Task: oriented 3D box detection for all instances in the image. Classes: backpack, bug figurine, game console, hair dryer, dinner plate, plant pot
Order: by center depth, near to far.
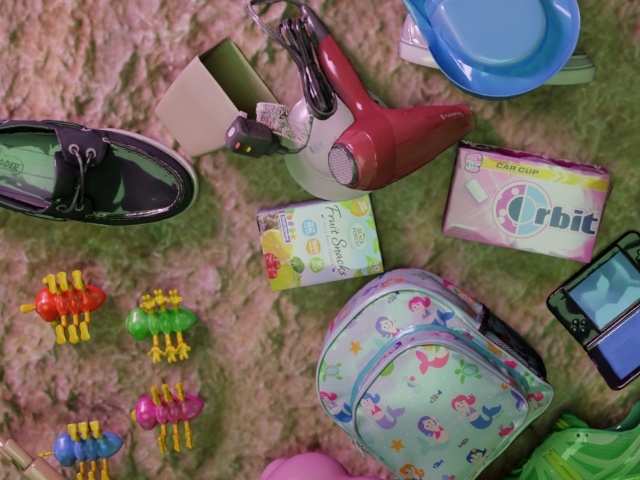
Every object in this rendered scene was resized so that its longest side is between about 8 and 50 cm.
[{"bbox_3d":[0.045,-0.164,1.443,0.294,0.080,0.223,18,66,-17],"label":"hair dryer"},{"bbox_3d":[-0.128,-0.159,1.485,0.096,0.109,0.109,-33,99,25],"label":"plant pot"},{"bbox_3d":[0.121,0.167,1.503,0.253,0.191,0.225,42,105,-1],"label":"backpack"},{"bbox_3d":[0.361,0.082,1.505,0.144,0.085,0.124,-41,97,12],"label":"game console"},{"bbox_3d":[0.022,-0.117,1.505,0.141,0.017,0.141,0,89,10],"label":"dinner plate"},{"bbox_3d":[-0.257,0.166,1.589,0.216,0.072,0.279,-4,99,1],"label":"bug figurine"}]

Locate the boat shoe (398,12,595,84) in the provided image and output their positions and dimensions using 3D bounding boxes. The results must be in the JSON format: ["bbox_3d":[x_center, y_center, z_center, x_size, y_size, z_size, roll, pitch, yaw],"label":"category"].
[{"bbox_3d":[0.205,-0.229,1.446,0.228,0.079,0.081,10,109,6],"label":"boat shoe"}]

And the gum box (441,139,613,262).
[{"bbox_3d":[0.245,-0.046,1.495,0.188,0.062,0.107,11,105,3],"label":"gum box"}]

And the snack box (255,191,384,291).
[{"bbox_3d":[0.000,0.000,1.542,0.141,0.037,0.100,-10,103,7],"label":"snack box"}]

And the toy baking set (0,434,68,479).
[{"bbox_3d":[-0.319,0.314,1.580,0.256,0.197,0.030,42,75,-3],"label":"toy baking set"}]

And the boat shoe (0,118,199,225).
[{"bbox_3d":[-0.320,-0.082,1.512,0.340,0.113,0.127,16,104,1],"label":"boat shoe"}]

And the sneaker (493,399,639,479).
[{"bbox_3d":[0.292,0.273,1.544,0.296,0.109,0.123,-19,93,-8],"label":"sneaker"}]

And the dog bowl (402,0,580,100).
[{"bbox_3d":[0.164,-0.284,1.391,0.166,0.074,0.297,-28,79,-1],"label":"dog bowl"}]

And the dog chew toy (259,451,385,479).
[{"bbox_3d":[0.056,0.385,1.537,0.332,0.206,0.206,37,106,22],"label":"dog chew toy"}]
